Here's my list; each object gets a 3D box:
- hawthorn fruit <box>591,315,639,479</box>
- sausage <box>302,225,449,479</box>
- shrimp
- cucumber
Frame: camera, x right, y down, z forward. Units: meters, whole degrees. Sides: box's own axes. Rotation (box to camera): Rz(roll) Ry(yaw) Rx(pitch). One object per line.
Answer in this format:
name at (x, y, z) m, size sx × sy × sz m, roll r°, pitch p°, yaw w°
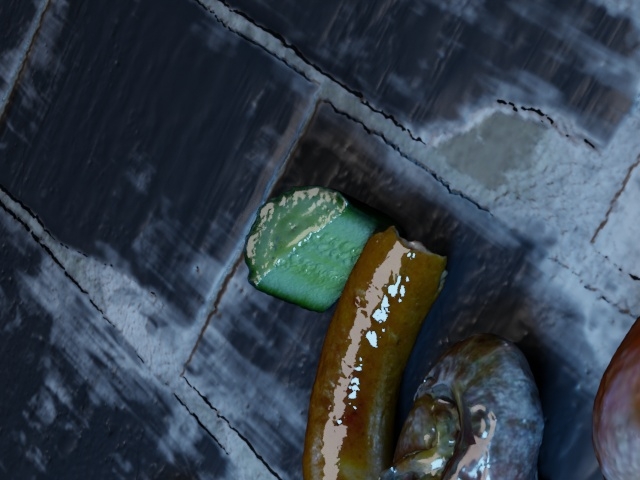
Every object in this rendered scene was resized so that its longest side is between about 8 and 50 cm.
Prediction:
hawthorn fruit at (0.290, 0.110, 0.776) m, size 0.235 × 0.263 × 0.231 m, roll -15°, pitch 111°, yaw 48°
sausage at (0.039, 0.137, 1.066) m, size 0.103 × 0.076 × 0.302 m, roll 12°, pitch 92°, yaw 42°
shrimp at (0.104, 0.241, 0.969) m, size 0.145 × 0.116 × 0.343 m, roll 7°, pitch 85°, yaw 49°
cucumber at (0.000, 0.000, 1.104) m, size 0.116 × 0.115 × 0.062 m, roll -41°, pitch 58°, yaw 19°
